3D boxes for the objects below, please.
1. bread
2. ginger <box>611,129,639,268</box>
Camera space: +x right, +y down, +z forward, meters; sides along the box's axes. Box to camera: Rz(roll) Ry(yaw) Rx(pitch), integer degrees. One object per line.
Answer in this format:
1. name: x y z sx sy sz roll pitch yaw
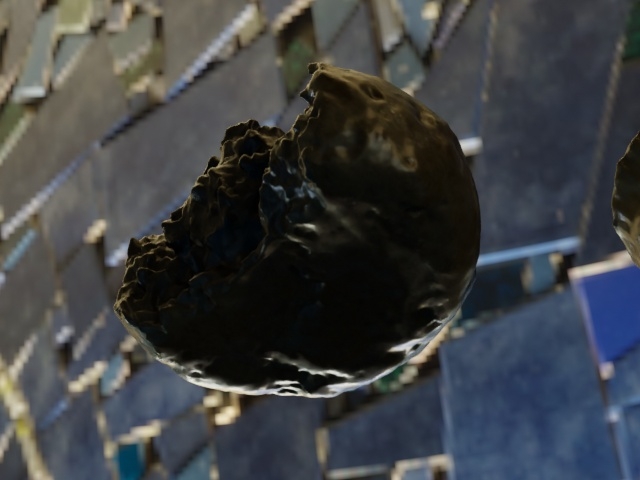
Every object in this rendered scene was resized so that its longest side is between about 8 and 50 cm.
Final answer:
1. bread: 0.000 0.000 0.562 0.082 0.060 0.113 32 127 -27
2. ginger: 0.297 0.039 0.930 0.354 0.190 0.126 26 100 0
